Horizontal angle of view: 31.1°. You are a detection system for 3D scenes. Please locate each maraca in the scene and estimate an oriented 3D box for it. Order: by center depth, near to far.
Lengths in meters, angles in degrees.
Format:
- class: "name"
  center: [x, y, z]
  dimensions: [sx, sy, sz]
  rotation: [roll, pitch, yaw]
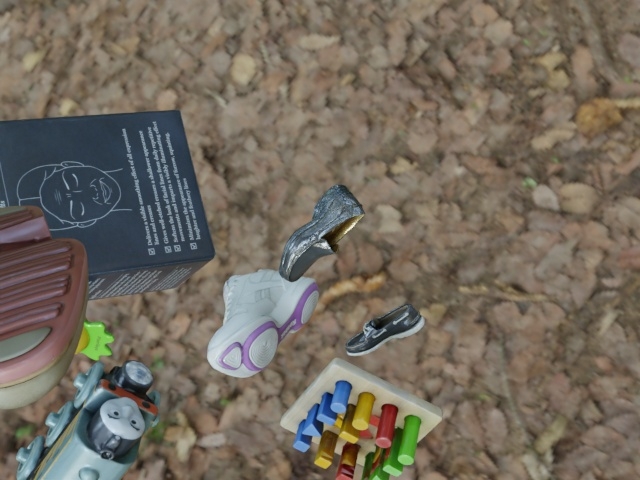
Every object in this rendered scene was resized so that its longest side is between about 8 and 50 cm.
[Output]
- class: "maraca"
  center: [-0.481, 0.172, 2.176]
  dimensions: [0.127, 0.186, 0.099]
  rotation: [109, 178, -46]

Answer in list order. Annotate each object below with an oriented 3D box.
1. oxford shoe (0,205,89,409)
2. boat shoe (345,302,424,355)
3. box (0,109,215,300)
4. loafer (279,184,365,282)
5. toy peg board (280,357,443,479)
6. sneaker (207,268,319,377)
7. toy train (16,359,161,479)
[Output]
- class: "oxford shoe"
  center: [-0.229, 0.068, 0.885]
  dimensions: [0.123, 0.130, 0.348]
  rotation: [-15, 18, -11]
- class: "boat shoe"
  center: [0.084, 0.124, 1.610]
  dimensions: [0.125, 0.038, 0.046]
  rotation: [-24, 27, 27]
- class: "box"
  center: [-0.431, -0.052, 2.061]
  dimensions: [0.212, 0.396, 0.293]
  rotation: [-34, 67, 57]
- class: "loafer"
  center: [0.000, 0.000, 1.691]
  dimensions: [0.061, 0.062, 0.170]
  rotation: [45, 113, 28]
- class: "toy peg board"
  center: [0.045, 0.252, 1.477]
  dimensions: [0.161, 0.161, 0.079]
  rotation: [-53, 15, 42]
- class: "sneaker"
  center: [-0.127, 0.137, 1.984]
  dimensions: [0.152, 0.305, 0.114]
  rotation: [21, 118, 20]
- class: "toy train"
  center: [-0.350, 0.325, 1.681]
  dimensions: [0.334, 0.142, 0.190]
  rotation: [-50, 19, 24]
